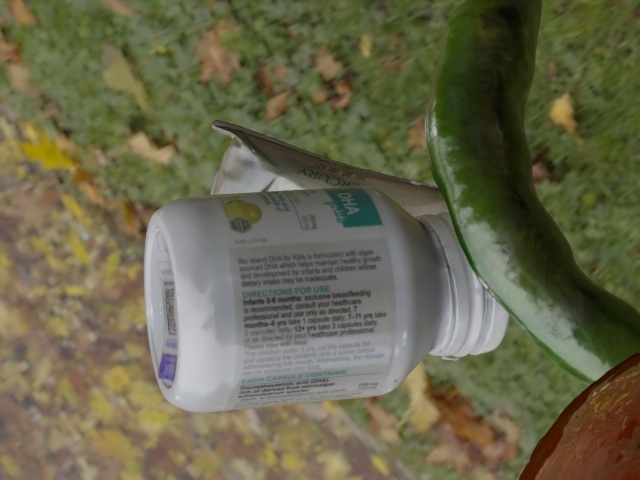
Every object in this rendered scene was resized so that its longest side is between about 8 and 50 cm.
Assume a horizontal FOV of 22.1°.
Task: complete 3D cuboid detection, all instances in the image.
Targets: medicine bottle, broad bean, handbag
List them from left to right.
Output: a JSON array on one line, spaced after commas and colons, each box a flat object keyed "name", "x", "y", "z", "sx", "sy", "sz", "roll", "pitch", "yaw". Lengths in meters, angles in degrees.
[{"name": "handbag", "x": 0.000, "y": 0.000, "z": 1.584, "sx": 0.270, "sy": 0.117, "sz": 0.182, "roll": 17, "pitch": 89, "yaw": 6}, {"name": "medicine bottle", "x": 0.005, "y": 0.034, "z": 1.036, "sx": 0.135, "sy": 0.215, "sz": 0.135, "roll": 176, "pitch": 90, "yaw": -74}, {"name": "broad bean", "x": 0.130, "y": -0.026, "z": 0.925, "sx": 0.292, "sy": 0.144, "sz": 0.049, "roll": 62, "pitch": 145, "yaw": 10}]

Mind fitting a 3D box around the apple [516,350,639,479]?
[{"name": "apple", "x": 0.149, "y": 0.123, "z": 0.464, "sx": 0.234, "sy": 0.234, "sz": 0.234, "roll": 15, "pitch": 119, "yaw": 29}]
